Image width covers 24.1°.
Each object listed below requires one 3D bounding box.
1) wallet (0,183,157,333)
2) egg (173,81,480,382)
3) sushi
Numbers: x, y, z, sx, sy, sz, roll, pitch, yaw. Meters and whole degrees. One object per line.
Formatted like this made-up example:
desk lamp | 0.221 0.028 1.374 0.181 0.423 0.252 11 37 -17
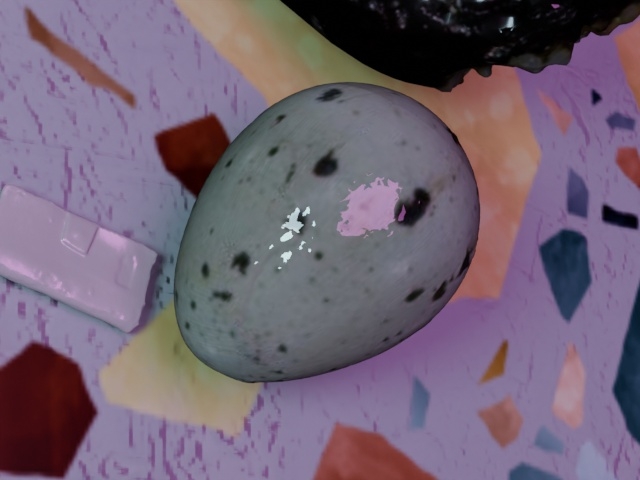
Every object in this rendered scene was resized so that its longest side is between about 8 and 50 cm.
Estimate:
wallet | -0.117 0.009 0.696 0.083 0.011 0.044 26 63 -26
egg | 0.000 0.000 0.713 0.164 0.131 0.131 -41 102 -13
sushi | 0.058 -0.201 0.776 0.204 0.213 0.200 52 31 -28
